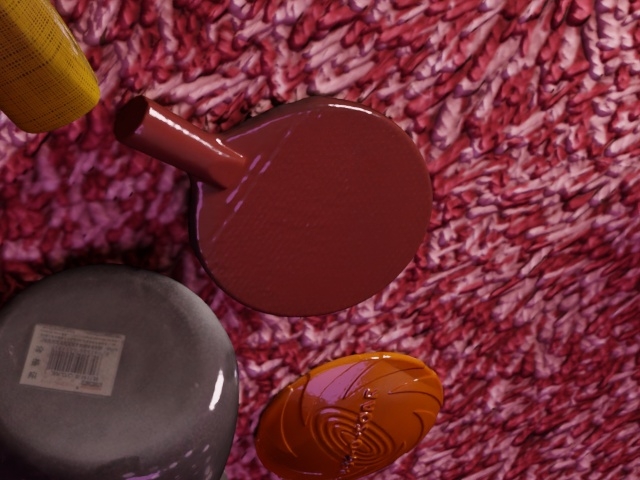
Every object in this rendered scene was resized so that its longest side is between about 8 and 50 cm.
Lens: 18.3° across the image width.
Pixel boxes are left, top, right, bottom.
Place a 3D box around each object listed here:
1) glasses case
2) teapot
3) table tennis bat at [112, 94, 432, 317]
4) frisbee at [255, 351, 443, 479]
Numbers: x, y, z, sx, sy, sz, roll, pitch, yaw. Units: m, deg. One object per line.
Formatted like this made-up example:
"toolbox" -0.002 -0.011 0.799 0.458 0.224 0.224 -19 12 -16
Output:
"glasses case" -0.234 -0.160 1.405 0.079 0.064 0.234 -27 140 8
"teapot" -0.209 0.192 1.693 0.305 0.223 0.285 -19 147 -8
"table tennis bat" -0.035 -0.038 1.625 0.310 0.038 0.200 27 105 -35
"frisbee" 0.032 0.181 1.922 0.192 0.035 0.192 -13 138 -12
